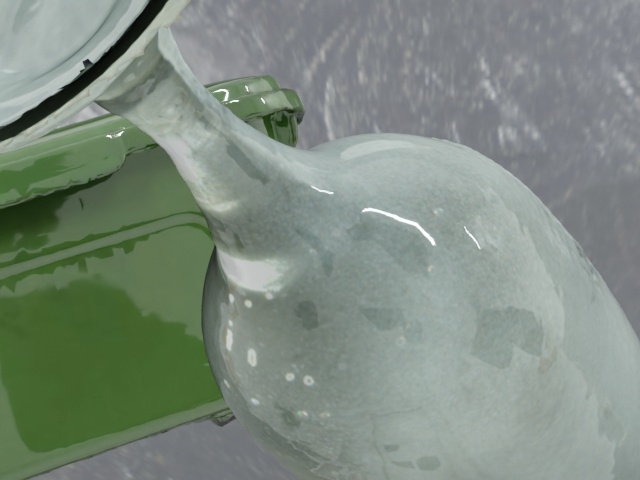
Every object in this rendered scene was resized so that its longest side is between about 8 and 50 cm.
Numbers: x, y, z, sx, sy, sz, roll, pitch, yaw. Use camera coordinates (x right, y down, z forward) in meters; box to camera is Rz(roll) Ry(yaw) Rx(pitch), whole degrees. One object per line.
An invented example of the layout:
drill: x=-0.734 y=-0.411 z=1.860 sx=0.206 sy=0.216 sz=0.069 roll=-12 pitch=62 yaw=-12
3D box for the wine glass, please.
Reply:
wine glass: x=0.000 y=0.000 z=0.589 sx=0.143 sy=0.321 sz=0.143 roll=-21 pitch=45 yaw=23

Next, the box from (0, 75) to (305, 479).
box: x=-0.157 y=0.049 z=0.959 sx=0.328 sy=0.253 sz=0.178 roll=-20 pitch=84 yaw=-19
